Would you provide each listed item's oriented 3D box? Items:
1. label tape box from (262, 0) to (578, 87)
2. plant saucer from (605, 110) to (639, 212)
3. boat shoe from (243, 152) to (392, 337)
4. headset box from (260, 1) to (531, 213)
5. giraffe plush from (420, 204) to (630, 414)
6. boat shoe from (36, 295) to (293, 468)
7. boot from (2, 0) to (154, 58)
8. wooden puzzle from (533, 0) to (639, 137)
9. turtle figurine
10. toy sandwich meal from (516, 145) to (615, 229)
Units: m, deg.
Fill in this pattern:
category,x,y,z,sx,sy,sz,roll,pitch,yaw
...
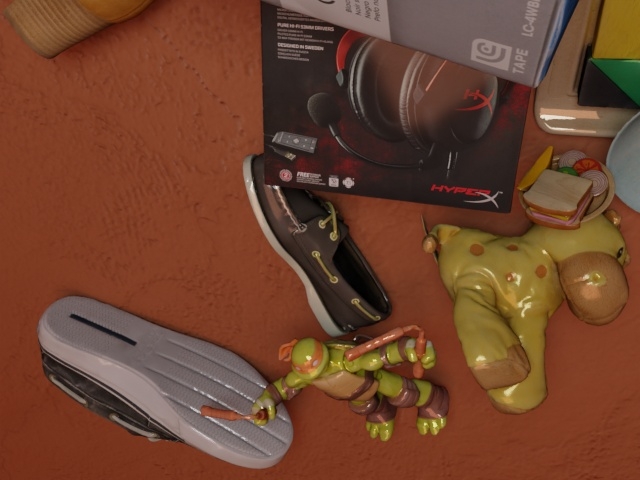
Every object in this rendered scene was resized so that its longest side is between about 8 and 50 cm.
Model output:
category,x,y,z,sx,sy,sz,roll,pitch,yaw
label tape box,0.017,-0.270,0.433,0.348,0.249,0.115,23,165,14
plant saucer,0.336,-0.078,0.587,0.195,0.037,0.195,10,148,6
boat shoe,0.000,0.000,0.730,0.069,0.081,0.227,-17,121,22
headset box,0.067,-0.185,0.584,0.218,0.110,0.293,8,121,10
giraffe plush,0.207,0.037,0.670,0.171,0.181,0.210,-24,76,14
boat shoe,-0.189,0.182,0.876,0.335,0.121,0.119,28,131,10
boot,-0.234,-0.322,0.602,0.211,0.104,0.295,-30,107,18
wooden puzzle,0.286,-0.166,0.541,0.221,0.044,0.238,5,140,12
turtle figurine,0.024,0.150,0.764,0.270,0.087,0.217,-28,137,26
toy sandwich meal,0.202,-0.046,0.601,0.086,0.085,0.029,-6,142,18
